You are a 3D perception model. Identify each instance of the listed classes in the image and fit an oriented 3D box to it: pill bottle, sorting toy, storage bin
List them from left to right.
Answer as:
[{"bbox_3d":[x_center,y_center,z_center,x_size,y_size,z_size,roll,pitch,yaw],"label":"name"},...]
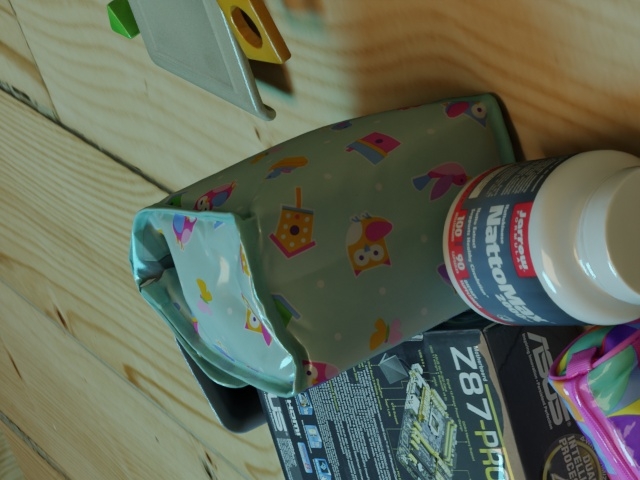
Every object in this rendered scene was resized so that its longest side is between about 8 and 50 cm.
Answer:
[{"bbox_3d":[-0.110,-0.203,1.512,0.347,0.047,0.196,30,151,49],"label":"sorting toy"},{"bbox_3d":[-0.079,0.108,1.845,0.135,0.098,0.091,62,-174,-15],"label":"storage bin"},{"bbox_3d":[0.161,-0.001,1.126,0.108,0.108,0.180,60,158,-9],"label":"pill bottle"}]

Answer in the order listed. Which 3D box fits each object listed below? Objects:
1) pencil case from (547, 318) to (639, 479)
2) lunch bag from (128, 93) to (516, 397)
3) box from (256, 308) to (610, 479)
[{"bbox_3d":[0.243,0.156,1.187,0.236,0.104,0.104,58,159,-2],"label":"pencil case"},{"bbox_3d":[0.000,0.000,1.313,0.262,0.223,0.160,3,116,65],"label":"lunch bag"},{"bbox_3d":[0.108,0.243,1.423,0.318,0.097,0.395,-8,101,57],"label":"box"}]
